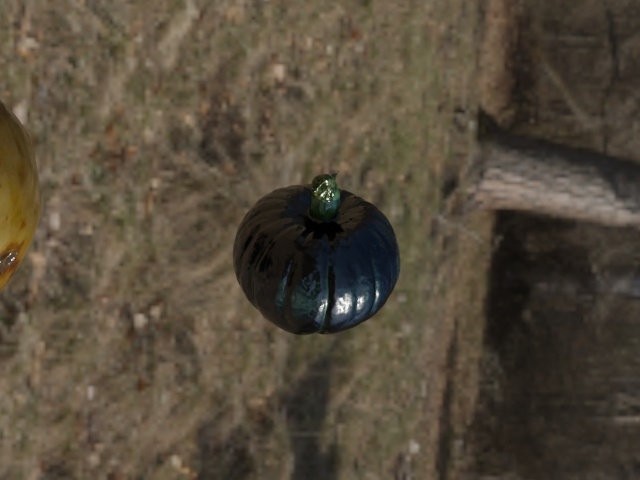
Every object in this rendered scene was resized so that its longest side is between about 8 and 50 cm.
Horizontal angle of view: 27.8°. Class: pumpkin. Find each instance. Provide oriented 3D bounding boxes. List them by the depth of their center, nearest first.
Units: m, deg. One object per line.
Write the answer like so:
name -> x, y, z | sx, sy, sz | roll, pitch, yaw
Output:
pumpkin -> 0.000, 0.000, 1.866 | 0.248, 0.248, 0.248 | -179, -90, -86

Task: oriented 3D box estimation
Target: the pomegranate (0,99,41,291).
pomegranate -> -0.569, -0.078, 1.684 | 0.410, 0.410, 0.410 | -179, -90, -86
